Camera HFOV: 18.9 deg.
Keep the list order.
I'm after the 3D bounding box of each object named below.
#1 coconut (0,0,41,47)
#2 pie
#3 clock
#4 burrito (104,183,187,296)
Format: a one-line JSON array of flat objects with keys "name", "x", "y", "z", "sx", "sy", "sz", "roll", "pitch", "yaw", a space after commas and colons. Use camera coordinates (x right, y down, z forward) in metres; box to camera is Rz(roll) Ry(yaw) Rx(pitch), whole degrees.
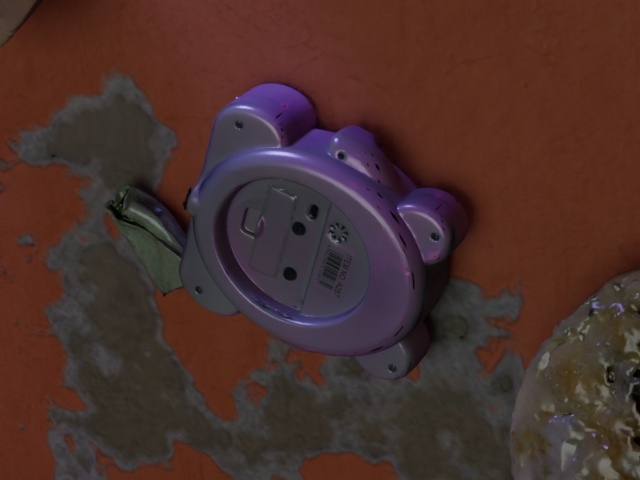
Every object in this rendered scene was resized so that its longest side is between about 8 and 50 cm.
[{"name": "coconut", "x": -0.339, "y": -0.279, "z": 1.721, "sx": 0.239, "sy": 0.244, "sz": 0.239, "roll": -9, "pitch": 77, "yaw": 46}, {"name": "pie", "x": 0.317, "y": 0.178, "z": 1.577, "sx": 0.339, "sy": 0.077, "sz": 0.339, "roll": 1, "pitch": 94, "yaw": 20}, {"name": "clock", "x": 0.000, "y": 0.000, "z": 1.733, "sx": 0.248, "sy": 0.090, "sz": 0.227, "roll": 26, "pitch": 124, "yaw": 16}, {"name": "burrito", "x": -0.158, "y": -0.002, "z": 1.853, "sx": 0.118, "sy": 0.044, "sz": 0.074, "roll": 58, "pitch": 144, "yaw": -3}]
